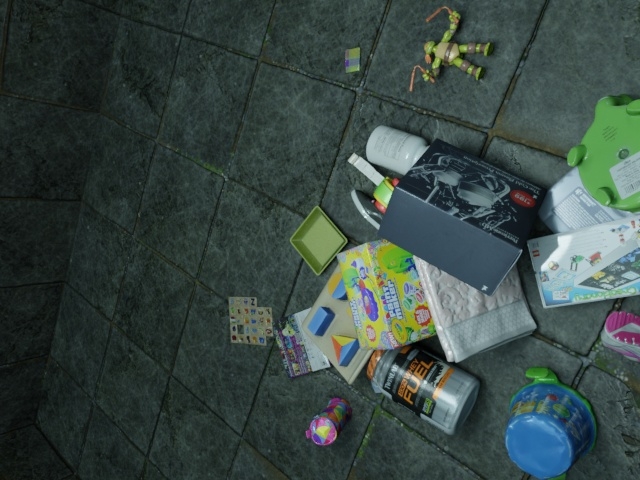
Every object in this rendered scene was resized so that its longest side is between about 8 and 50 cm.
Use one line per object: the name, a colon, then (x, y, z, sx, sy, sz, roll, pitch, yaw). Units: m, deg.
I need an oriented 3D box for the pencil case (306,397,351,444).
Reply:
pencil case: (0.035, 0.627, 1.742, 0.104, 0.236, 0.105, 0, 89, 19)

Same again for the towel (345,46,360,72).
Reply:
towel: (0.115, -0.640, 1.771, 0.060, 0.009, 0.084, 2, 94, 33)

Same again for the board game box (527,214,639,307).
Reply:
board game box: (0.720, 0.057, 1.303, 0.305, 0.053, 0.193, -15, 83, 34)

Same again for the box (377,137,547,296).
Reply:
box: (0.384, -0.076, 1.350, 0.343, 0.312, 0.179, 29, 136, 14)

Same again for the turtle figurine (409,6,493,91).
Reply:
turtle figurine: (0.400, -0.561, 1.536, 0.217, 0.087, 0.270, 26, 98, 23)

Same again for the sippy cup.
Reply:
sippy cup: (0.609, 0.521, 1.357, 0.240, 0.224, 0.306, -47, 67, 26)

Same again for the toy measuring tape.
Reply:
toy measuring tape: (0.186, -0.176, 1.578, 0.330, 0.121, 0.121, 47, 116, 24)

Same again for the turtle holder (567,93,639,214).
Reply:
turtle holder: (0.759, -0.205, 1.221, 0.244, 0.227, 0.320, -65, 32, 25)

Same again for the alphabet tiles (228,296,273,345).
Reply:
alphabet tiles: (-0.292, 0.335, 2.089, 0.237, 0.009, 0.199, -3, 90, 34)

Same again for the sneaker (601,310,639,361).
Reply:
sneaker: (0.840, 0.262, 1.273, 0.252, 0.111, 0.103, 22, 67, 14)

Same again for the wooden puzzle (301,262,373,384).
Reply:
wooden puzzle: (0.078, 0.255, 1.697, 0.348, 0.080, 0.322, 44, 108, 47)

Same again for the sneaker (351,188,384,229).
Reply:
sneaker: (0.237, -0.098, 1.661, 0.296, 0.104, 0.147, 48, 115, 16)

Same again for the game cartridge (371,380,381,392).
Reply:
game cartridge: (0.204, 0.493, 1.756, 0.056, 0.017, 0.083, -18, 82, 37)

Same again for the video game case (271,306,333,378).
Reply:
video game case: (-0.071, 0.393, 1.920, 0.210, 0.041, 0.232, -25, 78, 31)

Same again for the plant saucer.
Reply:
plant saucer: (0.000, 0.000, 1.855, 0.188, 0.045, 0.188, 50, 116, 22)

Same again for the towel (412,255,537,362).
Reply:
towel: (0.442, 0.146, 1.405, 0.053, 0.331, 0.317, -31, 74, 62)

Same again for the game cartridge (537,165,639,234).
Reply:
game cartridge: (0.742, -0.050, 1.347, 0.196, 0.060, 0.294, -48, 67, 30)

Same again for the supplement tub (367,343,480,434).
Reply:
supplement tub: (0.317, 0.444, 1.570, 0.315, 0.193, 0.194, 24, 105, 31)

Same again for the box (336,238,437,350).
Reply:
box: (0.234, 0.139, 1.444, 0.177, 0.279, 0.290, -25, 78, 61)

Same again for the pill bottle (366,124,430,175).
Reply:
pill bottle: (0.273, -0.278, 1.606, 0.229, 0.131, 0.131, 27, 107, 30)
